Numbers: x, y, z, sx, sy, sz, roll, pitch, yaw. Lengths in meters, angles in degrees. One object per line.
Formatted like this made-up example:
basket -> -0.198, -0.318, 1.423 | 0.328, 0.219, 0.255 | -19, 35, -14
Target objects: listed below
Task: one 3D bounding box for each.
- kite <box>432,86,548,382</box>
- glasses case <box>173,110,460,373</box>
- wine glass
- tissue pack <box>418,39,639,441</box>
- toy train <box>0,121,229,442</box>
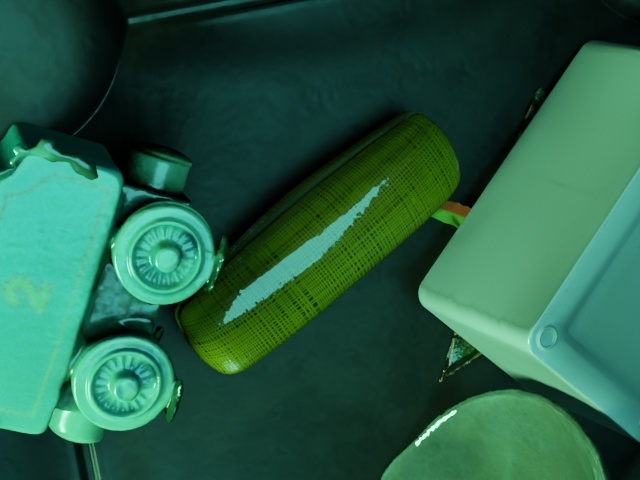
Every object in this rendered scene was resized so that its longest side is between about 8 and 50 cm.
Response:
kite -> 0.157, 0.007, 1.040 | 0.183, 0.014, 0.241 | 18, 99, -27
glasses case -> 0.000, 0.000, 0.940 | 0.234, 0.064, 0.079 | -40, 124, -9
wine glass -> 0.241, 0.309, 1.048 | 0.406, 0.267, 0.267 | 30, 92, -34
tissue pack -> 0.219, -0.002, 0.981 | 0.159, 0.136, 0.246 | 39, 83, -29
toy train -> -0.162, 0.028, 0.854 | 0.163, 0.112, 0.203 | 15, 99, -21
